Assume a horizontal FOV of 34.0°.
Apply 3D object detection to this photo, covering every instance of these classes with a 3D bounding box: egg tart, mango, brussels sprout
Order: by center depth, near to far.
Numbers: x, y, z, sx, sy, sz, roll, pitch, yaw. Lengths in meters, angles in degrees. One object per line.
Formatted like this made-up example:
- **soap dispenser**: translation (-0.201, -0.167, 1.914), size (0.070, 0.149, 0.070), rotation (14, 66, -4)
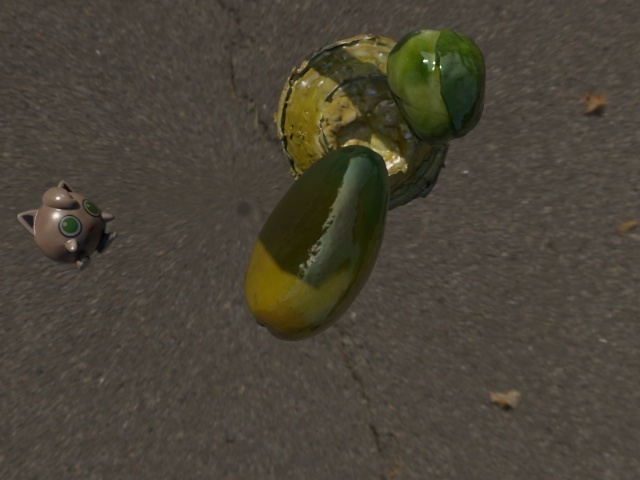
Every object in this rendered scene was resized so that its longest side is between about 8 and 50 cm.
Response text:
- **mango**: translation (0.000, 0.000, 0.967), size (0.091, 0.130, 0.195), rotation (32, 87, -33)
- **brussels sprout**: translation (0.159, -0.219, 1.424), size (0.131, 0.183, 0.145), rotation (-22, 127, 2)
- **egg tart**: translation (0.080, -0.187, 1.739), size (0.314, 0.120, 0.315), rotation (-1, 101, -4)

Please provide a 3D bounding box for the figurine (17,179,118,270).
- **figurine**: translation (-0.411, -0.023, 1.713), size (0.125, 0.125, 0.138), rotation (-42, 93, -2)
